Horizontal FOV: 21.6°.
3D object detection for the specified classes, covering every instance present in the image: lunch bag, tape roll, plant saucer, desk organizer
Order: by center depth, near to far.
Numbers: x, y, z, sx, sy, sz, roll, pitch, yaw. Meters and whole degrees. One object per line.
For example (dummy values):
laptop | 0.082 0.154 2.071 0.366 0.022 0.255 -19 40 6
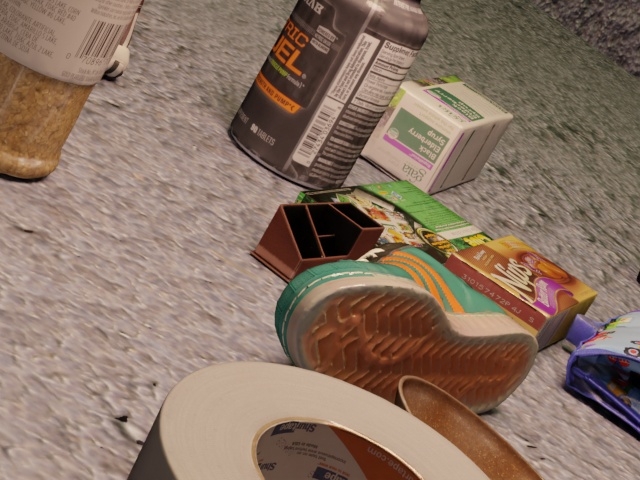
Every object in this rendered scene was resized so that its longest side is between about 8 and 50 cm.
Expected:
tape roll | 0.002 0.158 0.905 0.219 0.072 0.219 22 24 -11
plant saucer | 0.112 0.171 1.098 0.198 0.036 0.198 42 10 -9
desk organizer | 0.000 0.000 1.432 0.047 0.050 0.130 37 18 22
lunch bag | 0.365 0.136 1.552 0.293 0.138 0.221 25 18 17

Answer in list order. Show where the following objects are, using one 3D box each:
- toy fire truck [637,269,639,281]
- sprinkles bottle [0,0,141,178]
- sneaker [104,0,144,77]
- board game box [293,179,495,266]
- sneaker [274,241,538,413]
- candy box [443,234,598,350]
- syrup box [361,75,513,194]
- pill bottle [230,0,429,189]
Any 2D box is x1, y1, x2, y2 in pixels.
toy fire truck | 0.526 0.063 2.010 0.246 0.158 0.217 28 13 31
sprinkles bottle | -0.176 -0.221 1.247 0.121 0.355 0.121 27 18 -9
sneaker | -0.240 -0.292 1.679 0.106 0.162 0.281 12 25 -46
board game box | 0.082 -0.008 1.632 0.136 0.030 0.260 34 17 19
sneaker | 0.044 0.059 1.260 0.121 0.108 0.302 40 12 33
candy box | 0.184 0.051 1.591 0.109 0.053 0.187 35 16 17
syrup box | 0.135 -0.123 1.934 0.093 0.096 0.237 34 16 13
pill bottle | 0.022 -0.182 1.653 0.130 0.245 0.130 27 17 -9
